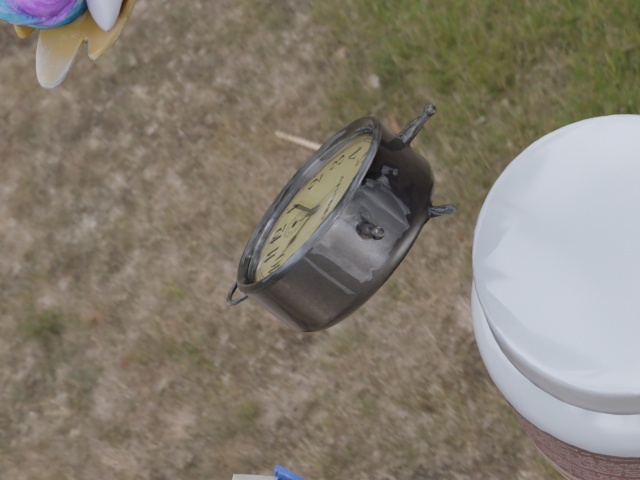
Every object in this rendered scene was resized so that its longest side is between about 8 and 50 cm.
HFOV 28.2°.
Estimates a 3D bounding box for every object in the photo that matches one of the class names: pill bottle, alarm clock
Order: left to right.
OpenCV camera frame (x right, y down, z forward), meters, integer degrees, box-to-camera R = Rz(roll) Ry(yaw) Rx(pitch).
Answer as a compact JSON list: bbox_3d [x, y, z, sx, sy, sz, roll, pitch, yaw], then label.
[{"bbox_3d":[0.000,0.000,0.768,0.192,0.064,0.129,-29,27,46],"label":"alarm clock"},{"bbox_3d":[0.238,0.067,0.969,0.224,0.392,0.224,-5,70,15],"label":"pill bottle"}]

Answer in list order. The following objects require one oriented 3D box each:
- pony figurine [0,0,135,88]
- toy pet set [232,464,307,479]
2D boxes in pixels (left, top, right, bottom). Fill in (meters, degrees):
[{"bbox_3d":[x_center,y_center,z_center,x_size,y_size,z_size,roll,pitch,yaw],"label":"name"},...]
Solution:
[{"bbox_3d":[-0.064,-0.285,0.625,0.302,0.351,0.363,20,68,-12],"label":"pony figurine"},{"bbox_3d":[-0.044,0.248,1.062,0.065,0.122,0.114,4,105,0],"label":"toy pet set"}]
